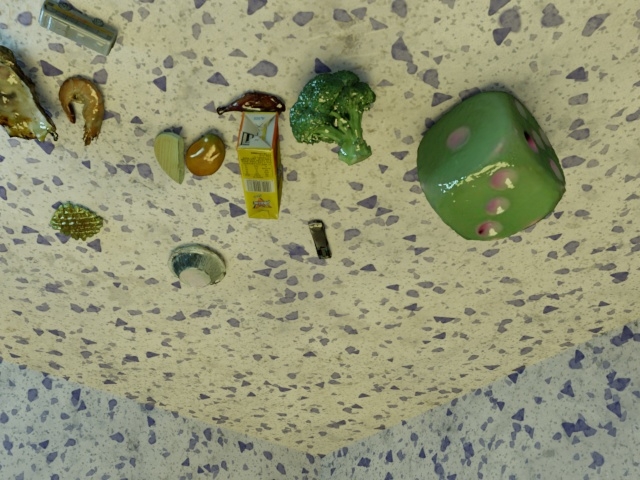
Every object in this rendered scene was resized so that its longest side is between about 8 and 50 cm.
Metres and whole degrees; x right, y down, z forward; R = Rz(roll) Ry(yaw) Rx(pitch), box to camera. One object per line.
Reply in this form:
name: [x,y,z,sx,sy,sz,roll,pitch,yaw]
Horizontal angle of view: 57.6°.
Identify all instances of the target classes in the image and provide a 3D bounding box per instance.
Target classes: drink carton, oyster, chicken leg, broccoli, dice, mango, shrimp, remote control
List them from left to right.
oyster: [-0.897,-0.427,1.667,0.221,0.096,0.361,0,140,10]
shrimp: [-0.714,-0.384,1.740,0.133,0.053,0.236,9,136,-11]
mango: [-0.358,-0.268,1.842,0.165,0.089,0.115,-30,121,28]
chicken leg: [-0.205,-0.393,1.717,0.205,0.053,0.093,9,154,-3]
drink carton: [-0.179,-0.223,1.797,0.111,0.155,0.351,3,149,2]
remote control: [0.000,0.000,2.187,0.059,0.028,0.212,-6,140,11]
broccoli: [0.049,-0.336,1.627,0.270,0.270,0.270,-35,84,36]
dice: [0.494,-0.207,1.697,0.322,0.318,0.330,-30,131,32]

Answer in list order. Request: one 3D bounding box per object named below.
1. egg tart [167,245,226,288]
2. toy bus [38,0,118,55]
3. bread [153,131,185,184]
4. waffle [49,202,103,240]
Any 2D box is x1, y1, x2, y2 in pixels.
egg tart: [-0.489,0.116,2.296,0.234,0.094,0.234,2,138,2]
toy bus: [-0.632,-0.553,1.518,0.190,0.075,0.064,21,137,-22]
bread: [-0.480,-0.277,1.852,0.112,0.036,0.193,29,138,16]
waffle: [-0.896,-0.064,2.140,0.169,0.036,0.183,28,134,-30]
